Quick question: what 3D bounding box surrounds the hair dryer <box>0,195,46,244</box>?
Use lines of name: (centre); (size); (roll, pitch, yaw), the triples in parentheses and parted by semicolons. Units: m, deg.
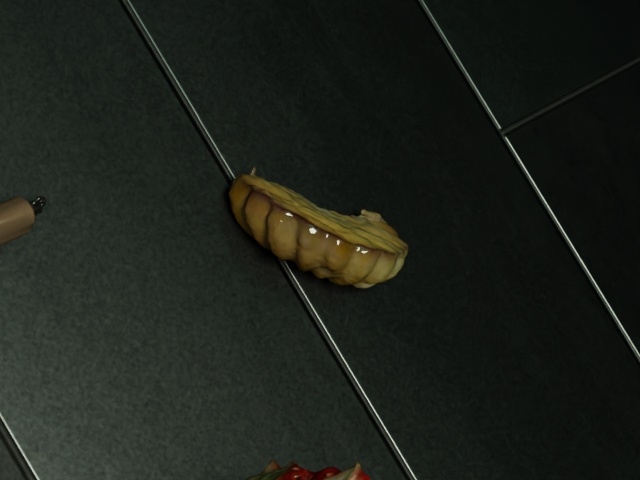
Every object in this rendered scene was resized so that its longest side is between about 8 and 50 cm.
hair dryer: (-0.291, 0.003, 1.537); (0.182, 0.064, 0.117); (-27, 86, -44)

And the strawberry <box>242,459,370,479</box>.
strawberry: (0.010, 0.342, 1.480); (0.343, 0.292, 0.292); (52, 47, -34)

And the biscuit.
biscuit: (0.000, 0.000, 1.721); (0.183, 0.061, 0.118); (22, 17, -23)
